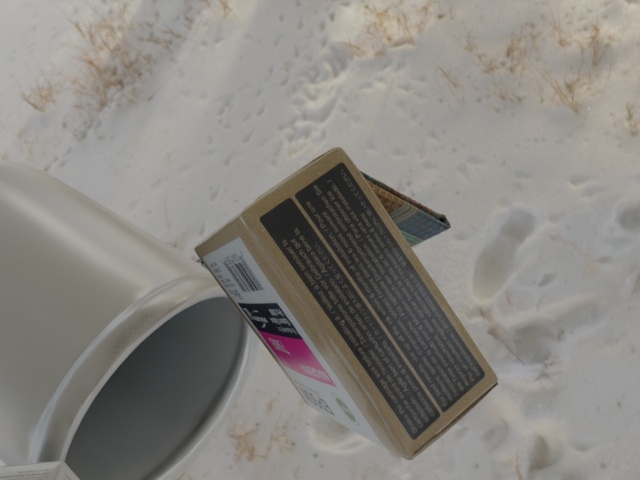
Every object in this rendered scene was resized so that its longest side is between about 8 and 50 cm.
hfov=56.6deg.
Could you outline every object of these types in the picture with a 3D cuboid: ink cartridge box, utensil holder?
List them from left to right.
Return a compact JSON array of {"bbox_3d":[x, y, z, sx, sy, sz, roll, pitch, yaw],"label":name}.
[{"bbox_3d":[-0.323,0.109,0.767,0.385,0.327,0.327,30,83,23],"label":"utensil holder"},{"bbox_3d":[-0.001,0.050,0.475,0.088,0.235,0.193,-36,95,-19],"label":"ink cartridge box"}]

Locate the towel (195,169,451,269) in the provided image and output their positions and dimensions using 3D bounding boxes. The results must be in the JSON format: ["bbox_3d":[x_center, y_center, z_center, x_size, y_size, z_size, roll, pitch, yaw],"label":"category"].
[{"bbox_3d":[0.000,0.000,1.037,0.370,0.271,0.040,-28,55,37],"label":"towel"}]

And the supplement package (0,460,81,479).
[{"bbox_3d":[-0.296,0.346,0.557,0.204,0.261,0.145,-9,39,8],"label":"supplement package"}]
